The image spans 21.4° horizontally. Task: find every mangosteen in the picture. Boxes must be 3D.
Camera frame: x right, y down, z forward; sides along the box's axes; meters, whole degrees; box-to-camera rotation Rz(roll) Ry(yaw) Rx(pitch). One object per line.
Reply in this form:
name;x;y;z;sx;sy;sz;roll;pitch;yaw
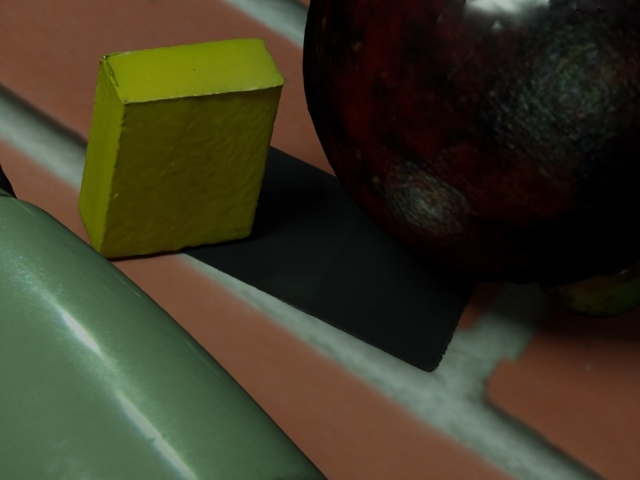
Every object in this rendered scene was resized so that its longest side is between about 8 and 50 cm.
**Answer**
mangosteen;0.140;-0.101;0.967;0.311;0.311;0.311;9;46;-10

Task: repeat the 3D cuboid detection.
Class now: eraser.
eraser;-0.079;-0.051;0.949;0.097;0.122;0.045;-7;49;-23

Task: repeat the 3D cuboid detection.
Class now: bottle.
bottle;-0.152;0.067;0.792;0.168;0.168;0.347;-24;54;-35

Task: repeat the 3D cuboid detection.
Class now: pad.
pad;0.000;0.000;1.015;0.193;0.004;0.116;27;46;6
